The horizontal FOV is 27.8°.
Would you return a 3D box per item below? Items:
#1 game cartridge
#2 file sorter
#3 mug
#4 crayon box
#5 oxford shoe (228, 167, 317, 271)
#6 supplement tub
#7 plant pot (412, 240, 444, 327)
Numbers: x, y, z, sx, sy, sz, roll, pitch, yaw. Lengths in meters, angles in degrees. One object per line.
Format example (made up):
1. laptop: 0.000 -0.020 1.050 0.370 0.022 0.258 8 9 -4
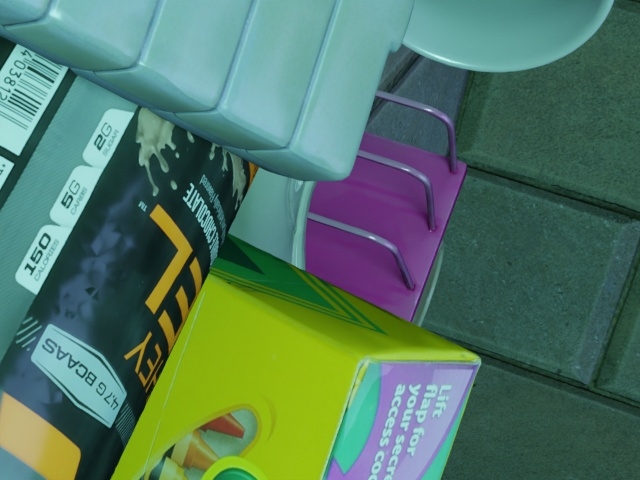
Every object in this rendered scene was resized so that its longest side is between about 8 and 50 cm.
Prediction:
1. game cartridge: -0.023 -0.221 0.462 0.230 0.068 0.355 27 77 -48
2. file sorter: 0.000 0.000 1.273 0.182 0.202 0.290 65 45 -72
3. mug: 0.210 -0.420 1.365 0.374 0.276 0.328 113 -6 -53
4. crayon box: -0.114 0.171 0.700 0.106 0.313 0.362 7 103 -47
5. oxford shoe: -0.086 -0.008 1.021 0.130 0.169 0.449 -22 138 -42
6. supplement tub: -0.153 0.001 0.530 0.207 0.207 0.338 85 26 -63
7. plant pot: 0.036 0.035 1.527 0.284 0.191 0.284 19 90 -79
